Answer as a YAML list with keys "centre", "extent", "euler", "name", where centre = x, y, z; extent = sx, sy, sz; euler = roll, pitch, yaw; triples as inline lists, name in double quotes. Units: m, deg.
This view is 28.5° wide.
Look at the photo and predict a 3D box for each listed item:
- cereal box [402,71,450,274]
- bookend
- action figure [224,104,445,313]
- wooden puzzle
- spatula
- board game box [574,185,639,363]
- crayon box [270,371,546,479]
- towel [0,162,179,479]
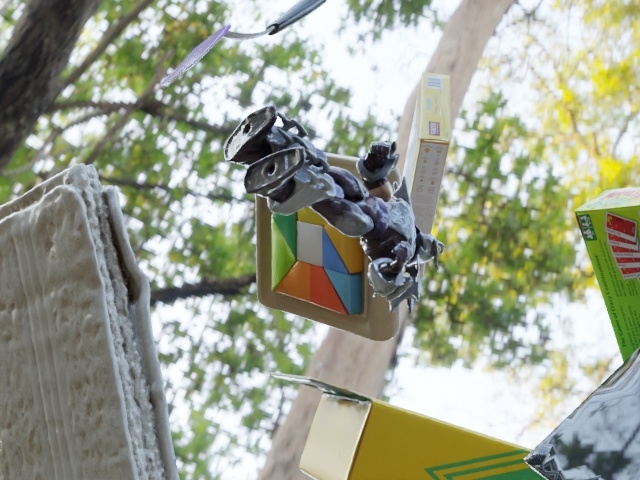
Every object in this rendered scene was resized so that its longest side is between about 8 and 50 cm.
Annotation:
- centre: [0.146, -0.094, 1.802]
  extent: [0.047, 0.173, 0.240]
  euler: [6, -49, -1]
  name: "cereal box"
- centre: [0.213, 0.124, 0.661]
  extent: [0.156, 0.157, 0.072]
  euler: [56, -12, -30]
  name: "bookend"
- centre: [0.038, -0.032, 1.283]
  extent: [0.099, 0.185, 0.285]
  euler: [-37, -44, 26]
  name: "action figure"
- centre: [0.000, 0.000, 1.577]
  extent: [0.239, 0.044, 0.220]
  euler: [12, -74, 45]
  name: "wooden puzzle"
- centre: [-0.078, -0.249, 1.495]
  extent: [0.084, 0.296, 0.030]
  euler: [-23, -83, 48]
  name: "spatula"
- centre: [0.249, 0.052, 0.869]
  extent: [0.092, 0.043, 0.181]
  euler: [-6, -72, 50]
  name: "board game box"
- centre: [0.111, 0.201, 1.093]
  extent: [0.323, 0.083, 0.203]
  euler: [19, -8, -9]
  name: "crayon box"
- centre: [-0.194, 0.097, 0.954]
  extent: [0.049, 0.282, 0.187]
  euler: [-1, -14, -45]
  name: "towel"
